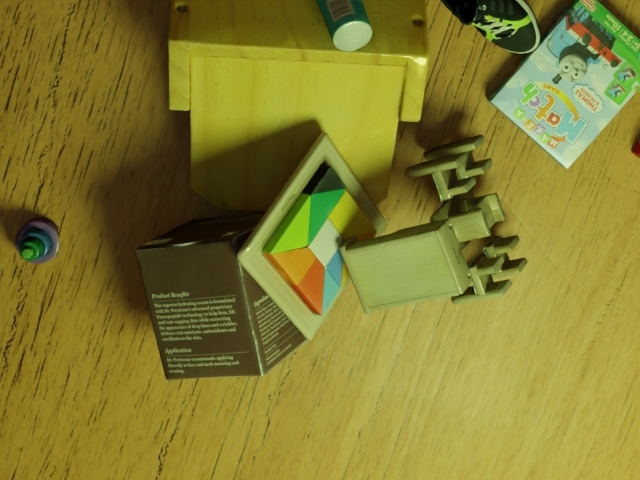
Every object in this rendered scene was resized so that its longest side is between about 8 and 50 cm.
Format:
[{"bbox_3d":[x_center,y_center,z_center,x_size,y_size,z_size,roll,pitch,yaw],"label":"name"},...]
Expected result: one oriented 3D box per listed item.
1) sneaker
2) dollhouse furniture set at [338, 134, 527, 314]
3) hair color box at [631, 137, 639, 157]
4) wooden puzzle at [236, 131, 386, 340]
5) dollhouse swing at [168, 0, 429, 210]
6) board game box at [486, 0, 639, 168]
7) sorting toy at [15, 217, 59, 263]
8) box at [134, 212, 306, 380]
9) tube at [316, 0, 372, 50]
[{"bbox_3d":[0.219,-0.327,1.637,0.235,0.097,0.084,38,140,-27],"label":"sneaker"},{"bbox_3d":[0.162,-0.004,1.683,0.161,0.242,0.212,-13,106,33],"label":"dollhouse furniture set"},{"bbox_3d":[0.569,-0.127,1.747,0.167,0.053,0.093,29,98,-9],"label":"hair color box"},{"bbox_3d":[0.000,0.000,1.634,0.221,0.044,0.238,-56,140,-19],"label":"wooden puzzle"},{"bbox_3d":[-0.037,-0.250,1.689,0.347,0.305,0.315,2,60,-3],"label":"dollhouse swing"},{"bbox_3d":[0.378,-0.238,1.722,0.160,0.039,0.211,39,98,-10],"label":"board game box"},{"bbox_3d":[-0.569,0.028,1.686,0.365,0.126,0.127,-7,102,-1],"label":"sorting toy"},{"bbox_3d":[-0.136,0.079,1.670,0.168,0.167,0.203,-5,103,27],"label":"box"},{"bbox_3d":[0.017,-0.344,1.548,0.080,0.207,0.052,-4,144,-17],"label":"tube"}]
